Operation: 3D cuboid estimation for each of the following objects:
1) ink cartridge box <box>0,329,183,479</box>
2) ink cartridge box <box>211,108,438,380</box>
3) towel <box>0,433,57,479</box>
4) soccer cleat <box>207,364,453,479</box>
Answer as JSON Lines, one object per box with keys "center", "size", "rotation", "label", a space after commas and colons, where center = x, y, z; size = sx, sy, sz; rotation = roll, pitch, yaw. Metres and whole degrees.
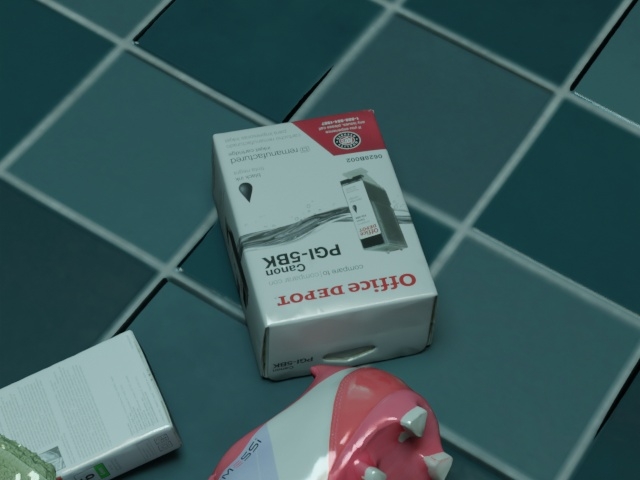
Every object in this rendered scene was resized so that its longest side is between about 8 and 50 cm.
{"center": [-0.136, 0.100, 0.759], "size": [0.115, 0.029, 0.063], "rotation": [-25, 59, -5], "label": "ink cartridge box"}
{"center": [0.000, 0.000, 0.822], "size": [0.099, 0.056, 0.135], "rotation": [-11, 56, -11], "label": "ink cartridge box"}
{"center": [-0.209, 0.123, 0.724], "size": [0.148, 0.027, 0.110], "rotation": [30, 71, 24], "label": "towel"}
{"center": [-0.040, 0.155, 0.710], "size": [0.248, 0.083, 0.095], "rotation": [-45, 37, -22], "label": "soccer cleat"}
